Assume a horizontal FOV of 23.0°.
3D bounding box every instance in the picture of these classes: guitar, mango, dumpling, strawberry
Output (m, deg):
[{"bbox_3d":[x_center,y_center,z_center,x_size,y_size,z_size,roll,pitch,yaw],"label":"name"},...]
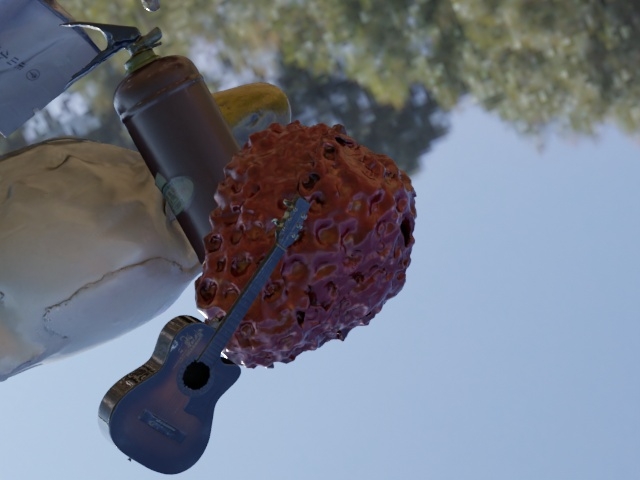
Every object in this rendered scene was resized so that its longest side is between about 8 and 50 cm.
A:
[{"bbox_3d":[-0.076,0.065,1.168,0.233,0.088,0.025,-57,-146,-6],"label":"guitar"},{"bbox_3d":[-0.117,-0.144,2.130,0.195,0.137,0.098,-42,-154,-20],"label":"mango"},{"bbox_3d":[-0.286,-0.004,1.755,0.341,0.260,0.181,-34,166,-4],"label":"dumpling"},{"bbox_3d":[0.000,0.000,1.297,0.111,0.190,0.236,-28,-159,48],"label":"strawberry"}]

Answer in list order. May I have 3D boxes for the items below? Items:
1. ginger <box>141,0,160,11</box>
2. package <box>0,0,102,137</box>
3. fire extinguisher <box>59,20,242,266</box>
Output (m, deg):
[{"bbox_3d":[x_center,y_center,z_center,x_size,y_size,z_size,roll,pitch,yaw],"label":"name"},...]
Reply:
[{"bbox_3d":[-0.177,-0.337,1.846,0.089,0.075,0.288,-39,-174,-24],"label":"ginger"},{"bbox_3d":[-0.451,-0.278,2.237,0.204,0.251,0.062,-33,-131,9],"label":"package"},{"bbox_3d":[-0.163,-0.102,1.702,0.138,0.344,0.102,-30,-178,2],"label":"fire extinguisher"}]
